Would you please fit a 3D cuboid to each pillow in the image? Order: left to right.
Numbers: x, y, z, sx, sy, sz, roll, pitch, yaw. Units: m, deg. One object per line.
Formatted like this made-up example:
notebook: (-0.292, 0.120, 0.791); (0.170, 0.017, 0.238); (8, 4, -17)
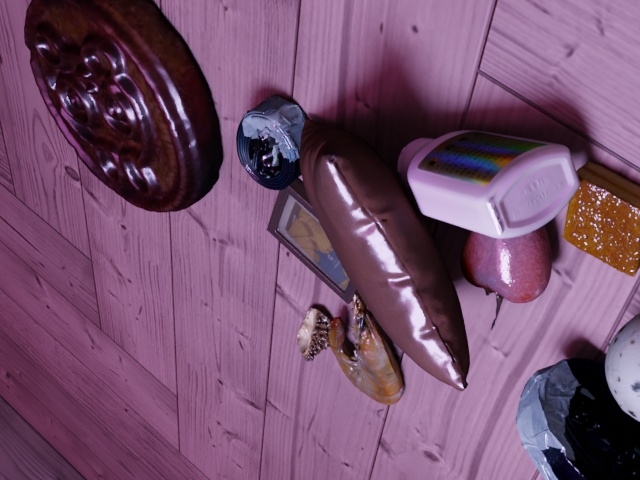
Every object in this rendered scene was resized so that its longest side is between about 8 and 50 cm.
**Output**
pillow: (0.071, 0.002, 1.210); (0.308, 0.108, 0.305); (60, -179, -12)

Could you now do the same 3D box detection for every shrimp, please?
shrimp: (0.060, 0.160, 1.519); (0.133, 0.053, 0.236); (34, 154, 41)

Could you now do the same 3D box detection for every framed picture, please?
framed picture: (0.000, 0.000, 1.454); (0.168, 0.023, 0.128); (42, 148, 13)

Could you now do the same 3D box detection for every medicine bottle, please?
medicine bottle: (0.161, -0.067, 1.081); (0.219, 0.115, 0.078); (23, 143, 61)

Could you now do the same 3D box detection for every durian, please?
durian: (-0.015, 0.152, 1.604); (0.066, 0.052, 0.130); (47, 149, 11)

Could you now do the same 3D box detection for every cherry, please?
cherry: (0.213, 0.016, 1.142); (0.106, 0.087, 0.126); (45, 131, 22)

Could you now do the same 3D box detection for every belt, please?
belt: (-0.061, -0.127, 1.368); (0.105, 0.058, 0.140); (35, 145, 19)
belt: (0.313, 0.225, 1.165); (0.198, 0.151, 0.078); (46, 149, 12)

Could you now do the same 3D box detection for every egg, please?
egg: (0.357, 0.128, 1.046); (0.131, 0.131, 0.164); (56, 172, -8)

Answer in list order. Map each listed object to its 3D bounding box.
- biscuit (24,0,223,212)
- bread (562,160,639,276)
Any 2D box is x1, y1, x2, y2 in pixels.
biscuit: (-0.316, -0.216, 1.575); (0.407, 0.091, 0.407); (32, 144, 27)
bread: (0.295, -0.022, 1.043); (0.090, 0.035, 0.094); (32, 144, 29)
